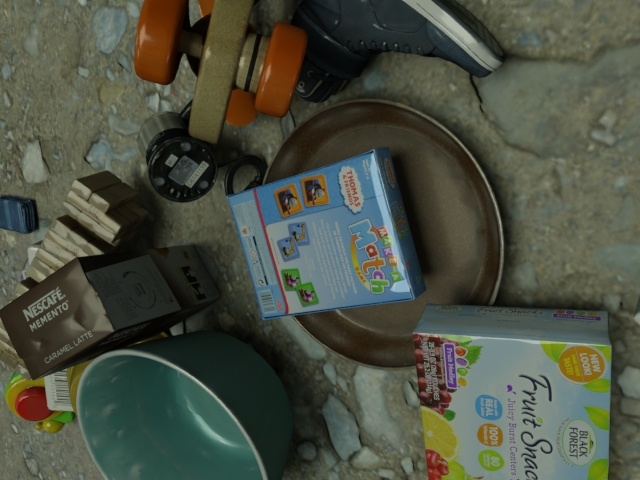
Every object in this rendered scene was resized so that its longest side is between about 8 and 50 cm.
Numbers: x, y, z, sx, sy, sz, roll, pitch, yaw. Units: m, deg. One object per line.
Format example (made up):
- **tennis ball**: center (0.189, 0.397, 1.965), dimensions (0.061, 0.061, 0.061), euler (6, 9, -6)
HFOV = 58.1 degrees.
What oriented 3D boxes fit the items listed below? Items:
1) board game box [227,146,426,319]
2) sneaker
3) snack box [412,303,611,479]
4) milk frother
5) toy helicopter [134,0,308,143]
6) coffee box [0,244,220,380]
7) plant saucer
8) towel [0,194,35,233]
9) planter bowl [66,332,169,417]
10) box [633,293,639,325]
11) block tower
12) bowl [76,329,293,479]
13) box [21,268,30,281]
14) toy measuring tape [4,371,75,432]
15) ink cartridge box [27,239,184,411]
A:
- **board game box**: center (0.000, 0.000, 0.655), dimensions (0.212, 0.039, 0.160), euler (-12, 95, 36)
- **sneaker**: center (0.061, -0.190, 0.593), dimensions (0.226, 0.086, 0.163), euler (43, 120, 20)
- **snack box**: center (0.192, 0.170, 0.574), dimensions (0.175, 0.070, 0.207), euler (1, 113, 23)
- **milk frother**: center (-0.156, -0.104, 0.766), dimensions (0.143, 0.129, 0.135), euler (55, 178, -34)
- **toy helicopter**: center (-0.080, -0.272, 0.614), dimensions (0.140, 0.235, 0.355), euler (13, 80, -9)
- **coffee box**: center (-0.264, 0.084, 0.768), dimensions (0.141, 0.246, 0.098), euler (-31, 83, 16)
- **plant saucer**: center (0.062, -0.004, 0.665), dimensions (0.311, 0.050, 0.310), euler (9, 106, 33)
- **towel**: center (-0.591, -0.050, 1.110), dimensions (0.119, 0.029, 0.067), euler (8, 106, 32)
- **planter bowl**: center (-0.322, 0.236, 0.908), dimensions (0.217, 0.090, 0.217), euler (2, 106, 8)
- **box**: center (0.329, 0.061, 0.466), dimensions (0.101, 0.102, 0.087), euler (49, 121, 14)
- **block tower**: center (-0.385, 0.060, 0.871), dimensions (0.091, 0.097, 0.335), euler (35, 108, -1)
- **bowl**: center (-0.160, 0.250, 0.795), dimensions (0.312, 0.163, 0.311), euler (11, 115, 26)
- **box**: center (-0.523, 0.087, 1.100), dimensions (0.136, 0.028, 0.081), euler (-10, 96, 38)
- **toy measuring tape**: center (-0.532, 0.227, 1.073), dimensions (0.121, 0.121, 0.330), euler (18, 119, 30)
- **ink cartridge box**: center (-0.341, 0.149, 0.969), dimensions (0.261, 0.066, 0.296), euler (2, 105, 8)
